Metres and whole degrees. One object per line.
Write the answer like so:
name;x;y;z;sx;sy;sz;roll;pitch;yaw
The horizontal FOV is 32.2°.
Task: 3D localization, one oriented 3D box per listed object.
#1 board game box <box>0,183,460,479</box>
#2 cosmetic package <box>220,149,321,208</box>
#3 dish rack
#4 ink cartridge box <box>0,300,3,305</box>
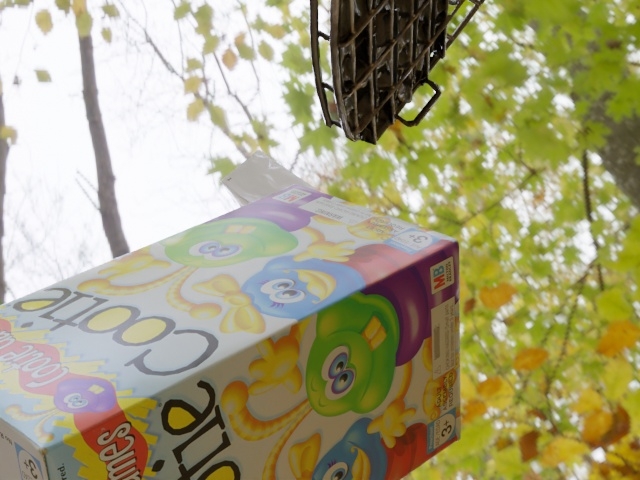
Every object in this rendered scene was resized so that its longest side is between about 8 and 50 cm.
board game box;-0.063;0.087;0.620;0.275;0.144;0.142;-25;-58;-38
cosmetic package;0.000;0.000;1.105;0.060;0.239;0.099;-42;-46;-10
dish rack;0.065;-0.174;0.441;0.271;0.074;0.208;-54;-16;-16
ink cartridge box;-0.425;0.066;1.007;0.117;0.278;0.201;-20;-80;18
